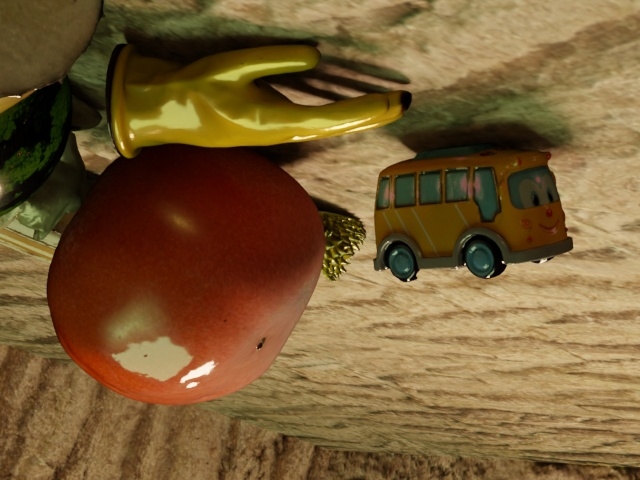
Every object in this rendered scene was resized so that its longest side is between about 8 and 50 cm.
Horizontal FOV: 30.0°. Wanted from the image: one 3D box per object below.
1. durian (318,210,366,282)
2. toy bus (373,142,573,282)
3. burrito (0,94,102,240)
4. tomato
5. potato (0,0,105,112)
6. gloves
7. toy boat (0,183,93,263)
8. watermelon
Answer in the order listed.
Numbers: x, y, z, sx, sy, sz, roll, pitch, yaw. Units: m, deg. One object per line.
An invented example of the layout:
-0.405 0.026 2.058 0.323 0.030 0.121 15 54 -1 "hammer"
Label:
0.000 0.000 1.606 0.100 0.086 0.215 23 169 17 "durian"
0.155 -0.032 1.258 0.209 0.136 0.126 -3 -174 43 "toy bus"
-0.423 -0.121 1.348 0.331 0.190 0.135 10 152 -1 "burrito"
-0.150 0.052 1.398 0.272 0.341 0.341 28 169 22 "tomato"
-0.342 -0.204 0.907 0.299 0.246 0.196 33 152 -35 "potato"
-0.055 -0.138 1.193 0.294 0.116 0.133 2 -170 7 "gloves"
-0.450 -0.063 1.671 0.445 0.136 0.162 24 157 -19 "toy boat"
-0.373 -0.132 1.156 0.269 0.269 0.269 12 163 4 "watermelon"
